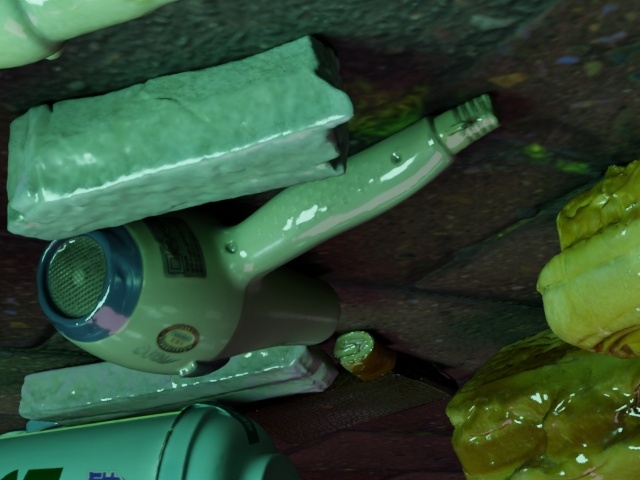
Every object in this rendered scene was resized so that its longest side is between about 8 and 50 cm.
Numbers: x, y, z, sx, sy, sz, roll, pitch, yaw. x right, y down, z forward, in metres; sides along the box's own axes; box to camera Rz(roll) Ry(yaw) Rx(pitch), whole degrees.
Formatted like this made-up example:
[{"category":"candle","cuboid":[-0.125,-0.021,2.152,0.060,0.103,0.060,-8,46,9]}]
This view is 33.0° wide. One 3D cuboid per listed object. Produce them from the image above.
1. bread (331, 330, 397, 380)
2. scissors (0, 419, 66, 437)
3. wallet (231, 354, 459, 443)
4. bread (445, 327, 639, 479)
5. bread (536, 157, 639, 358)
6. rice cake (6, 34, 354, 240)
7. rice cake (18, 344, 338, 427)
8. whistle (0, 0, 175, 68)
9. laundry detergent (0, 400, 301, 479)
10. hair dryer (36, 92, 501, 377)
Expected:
[{"category":"bread","cuboid":[0.044,0.114,1.060,0.047,0.036,0.083,-16,158,16]},{"category":"scissors","cuboid":[-0.358,0.247,1.300,0.256,0.030,0.125,-20,155,25]},{"category":"wallet","cuboid":[0.020,0.177,1.212,0.243,0.039,0.133,-21,147,35]},{"category":"bread","cuboid":[0.284,0.148,0.982,0.344,0.149,0.195,-26,-176,42]},{"category":"bread","cuboid":[0.265,0.010,0.744,0.198,0.120,0.236,7,154,-32]},{"category":"rice cake","cuboid":[-0.075,-0.054,0.579,0.206,0.069,0.063,-14,155,14]},{"category":"rice cake","cuboid":[-0.137,0.137,1.055,0.298,0.050,0.106,-12,156,16]},{"category":"whistle","cuboid":[-0.168,-0.090,0.469,0.258,0.067,0.126,-14,158,15]},{"category":"laundry detergent","cuboid":[-0.172,0.307,1.017,0.305,0.287,0.287,-11,158,14]},{"category":"hair dryer","cuboid":[-0.012,0.016,0.753,0.298,0.119,0.296,-20,163,3]}]
